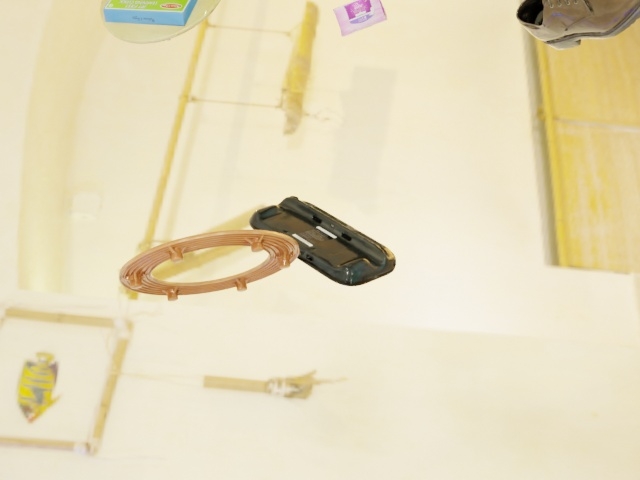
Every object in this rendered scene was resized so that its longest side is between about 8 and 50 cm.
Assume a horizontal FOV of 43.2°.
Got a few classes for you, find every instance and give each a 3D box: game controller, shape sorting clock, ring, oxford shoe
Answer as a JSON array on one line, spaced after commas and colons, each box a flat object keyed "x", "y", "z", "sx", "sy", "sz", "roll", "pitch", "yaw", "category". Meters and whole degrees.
[{"x": 0.000, "y": 0.000, "z": 1.662, "sx": 0.166, "sy": 0.319, "sz": 0.067, "roll": -27, "pitch": -47, "yaw": -36, "category": "game controller"}, {"x": -0.240, "y": -0.378, "z": 1.237, "sx": 0.040, "sy": 0.206, "sz": 0.206, "roll": 69, "pitch": -159, "yaw": -53, "category": "shape sorting clock"}, {"x": -0.201, "y": 0.055, "z": 1.495, "sx": 0.336, "sy": 0.337, "sz": 0.032, "roll": 94, "pitch": 166, "yaw": -71, "category": "ring"}, {"x": 0.323, "y": -0.296, "z": 0.993, "sx": 0.227, "sy": 0.096, "sz": 0.082, "roll": -13, "pitch": 62, "yaw": 65, "category": "oxford shoe"}]

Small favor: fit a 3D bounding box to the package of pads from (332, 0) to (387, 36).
[{"x": 0.066, "y": -0.378, "z": 1.351, "sx": 0.032, "sy": 0.083, "sz": 0.050, "roll": -44, "pitch": -65, "yaw": -72, "category": "package of pads"}]
